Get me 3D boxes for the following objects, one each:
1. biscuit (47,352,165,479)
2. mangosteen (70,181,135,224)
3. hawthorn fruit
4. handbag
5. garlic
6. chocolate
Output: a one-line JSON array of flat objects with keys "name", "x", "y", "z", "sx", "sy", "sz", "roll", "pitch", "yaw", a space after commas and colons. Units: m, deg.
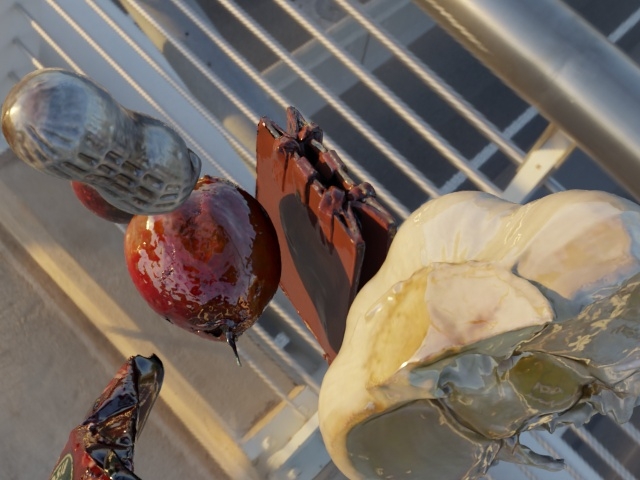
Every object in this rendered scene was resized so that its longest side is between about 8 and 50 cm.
[{"name": "biscuit", "x": -0.165, "y": 0.180, "z": 0.549, "sx": 0.063, "sy": 0.235, "sz": 0.151, "roll": 25, "pitch": 102, "yaw": -16}, {"name": "mangosteen", "x": -0.291, "y": -0.101, "z": 1.115, "sx": 0.146, "sy": 0.181, "sz": 0.155, "roll": 7, "pitch": 88, "yaw": -14}, {"name": "hawthorn fruit", "x": -0.132, "y": 0.043, "z": 0.884, "sx": 0.181, "sy": 0.181, "sz": 0.235, "roll": -13, "pitch": 70, "yaw": -20}, {"name": "handbag", "x": -0.001, "y": 0.001, "z": 0.966, "sx": 0.084, "sy": 0.275, "sz": 0.260, "roll": -20, "pitch": 52, "yaw": -20}, {"name": "garlic", "x": 0.097, "y": 0.052, "z": 0.454, "sx": 0.229, "sy": 0.178, "sz": 0.142, "roll": -40, "pitch": 45, "yaw": 14}, {"name": "chocolate", "x": -0.142, "y": -0.062, "z": 0.510, "sx": 0.072, "sy": 0.167, "sz": 0.072, "roll": -6, "pitch": 75, "yaw": 22}]
